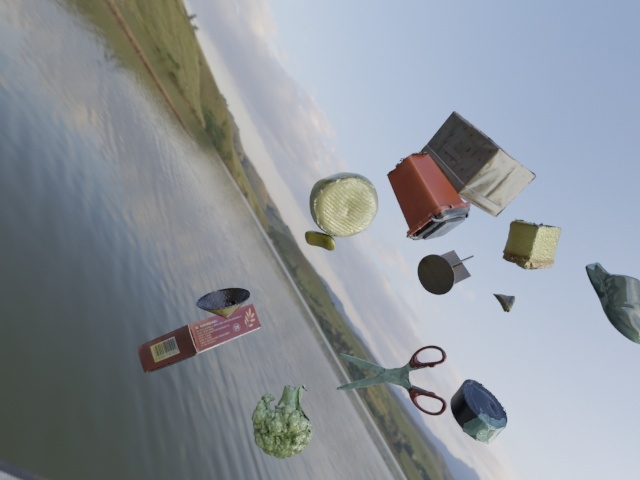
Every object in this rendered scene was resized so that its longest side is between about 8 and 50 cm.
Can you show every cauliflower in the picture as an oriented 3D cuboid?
[{"bbox_3d":[-0.166,0.721,1.701,0.260,0.327,0.281,20,40,-36],"label":"cauliflower"}]

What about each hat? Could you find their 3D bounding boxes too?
[{"bbox_3d":[-0.339,0.239,1.503,0.193,0.193,0.082,-137,-141,-69],"label":"hat"}]

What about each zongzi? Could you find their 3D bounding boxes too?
[{"bbox_3d":[0.662,0.224,1.548,0.083,0.076,0.040,16,-52,32],"label":"zongzi"}]

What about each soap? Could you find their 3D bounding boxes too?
[{"bbox_3d":[0.000,-0.001,1.735,0.140,0.045,0.089,16,-30,17],"label":"soap"}]

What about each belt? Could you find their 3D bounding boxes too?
[{"bbox_3d":[0.454,0.491,1.212,0.151,0.078,0.198,33,20,10],"label":"belt"}]

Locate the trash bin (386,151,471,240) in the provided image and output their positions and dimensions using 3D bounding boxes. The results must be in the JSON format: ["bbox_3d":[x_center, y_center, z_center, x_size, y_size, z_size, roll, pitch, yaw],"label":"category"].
[{"bbox_3d":[0.304,-0.129,1.257,0.161,0.184,0.239,-45,-115,47],"label":"trash bin"}]

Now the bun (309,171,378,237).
[{"bbox_3d":[0.090,-0.152,1.701,0.287,0.287,0.146,64,0,-27],"label":"bun"}]

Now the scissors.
[{"bbox_3d":[0.154,0.303,0.944,0.017,0.247,0.144,39,53,-62],"label":"scissors"}]

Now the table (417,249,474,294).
[{"bbox_3d":[0.534,0.117,1.749,0.167,0.226,0.167,14,-70,44],"label":"table"}]

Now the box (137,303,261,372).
[{"bbox_3d":[-0.510,0.413,1.808,0.385,0.344,0.122,-10,76,-59],"label":"box"}]

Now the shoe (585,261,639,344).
[{"bbox_3d":[0.740,0.135,1.028,0.103,0.100,0.251,28,35,-20],"label":"shoe"}]

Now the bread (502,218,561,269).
[{"bbox_3d":[0.658,0.016,1.306,0.127,0.152,0.147,-133,-128,-69],"label":"bread"}]

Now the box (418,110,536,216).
[{"bbox_3d":[0.527,-0.262,1.439,0.225,0.190,0.297,21,31,-32],"label":"box"}]
